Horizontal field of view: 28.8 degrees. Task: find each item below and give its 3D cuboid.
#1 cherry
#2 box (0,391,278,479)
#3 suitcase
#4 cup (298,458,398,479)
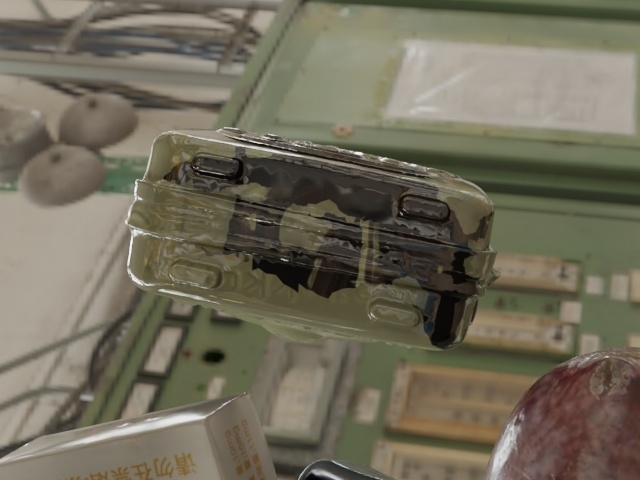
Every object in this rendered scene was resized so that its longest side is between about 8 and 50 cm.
[{"bbox_3d":[0.235,0.205,0.972,0.203,0.230,0.300,-120,16,-59],"label":"cherry"},{"bbox_3d":[-0.080,0.214,0.697,0.067,0.149,0.233,-24,-82,-64],"label":"box"},{"bbox_3d":[0.000,0.000,1.255,0.339,0.351,0.194,-51,-28,-84],"label":"suitcase"},{"bbox_3d":[0.044,0.394,1.171,0.308,0.292,0.242,-53,-57,-20],"label":"cup"}]
